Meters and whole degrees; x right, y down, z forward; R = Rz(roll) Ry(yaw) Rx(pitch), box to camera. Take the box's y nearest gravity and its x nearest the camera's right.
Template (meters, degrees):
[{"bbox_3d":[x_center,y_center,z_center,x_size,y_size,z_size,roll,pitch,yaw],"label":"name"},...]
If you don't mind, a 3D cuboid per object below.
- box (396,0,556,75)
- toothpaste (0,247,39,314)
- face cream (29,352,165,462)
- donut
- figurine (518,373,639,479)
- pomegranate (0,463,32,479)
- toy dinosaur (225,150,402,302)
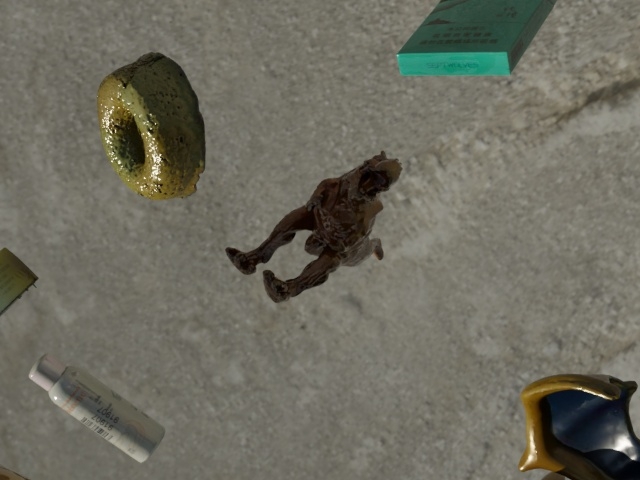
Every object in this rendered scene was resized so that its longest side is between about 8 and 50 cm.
[{"bbox_3d":[0.223,-0.301,1.324,0.161,0.226,0.042,7,131,30],"label":"box"},{"bbox_3d":[-0.432,0.103,1.100,0.089,0.313,0.071,-40,101,16],"label":"toothpaste"},{"bbox_3d":[-0.415,0.305,1.743,0.269,0.082,0.082,37,130,-12],"label":"face cream"},{"bbox_3d":[-0.311,-0.193,1.692,0.272,0.107,0.272,30,130,44],"label":"donut"},{"bbox_3d":[0.312,0.317,0.904,0.401,0.268,0.387,20,151,-23],"label":"figurine"},{"bbox_3d":[-0.439,0.407,0.995,0.412,0.411,0.411,14,118,29],"label":"pomegranate"},{"bbox_3d":[0.000,0.000,1.122,0.097,0.208,0.432,58,170,9],"label":"toy dinosaur"}]
